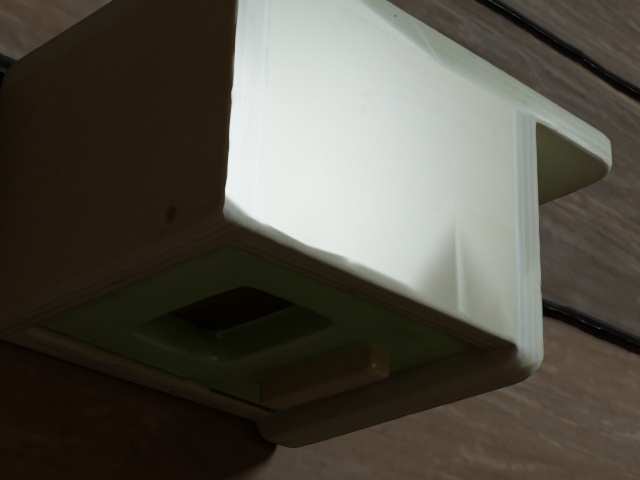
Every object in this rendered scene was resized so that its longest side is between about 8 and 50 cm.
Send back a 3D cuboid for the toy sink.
[{"bbox_3d":[0.000,0.000,0.614,0.234,0.153,0.131,24,57,-40],"label":"toy sink"}]
